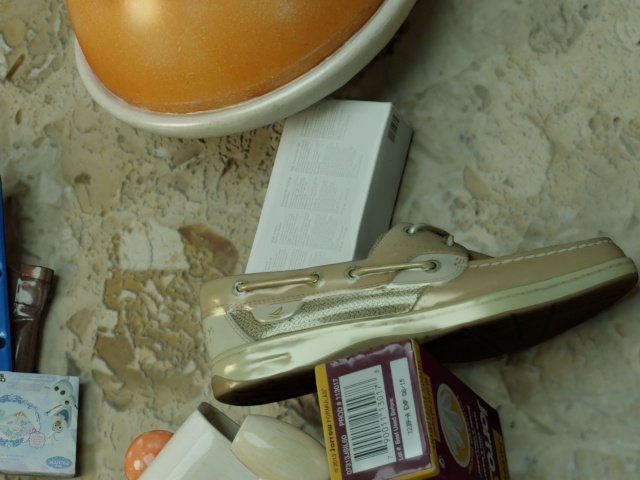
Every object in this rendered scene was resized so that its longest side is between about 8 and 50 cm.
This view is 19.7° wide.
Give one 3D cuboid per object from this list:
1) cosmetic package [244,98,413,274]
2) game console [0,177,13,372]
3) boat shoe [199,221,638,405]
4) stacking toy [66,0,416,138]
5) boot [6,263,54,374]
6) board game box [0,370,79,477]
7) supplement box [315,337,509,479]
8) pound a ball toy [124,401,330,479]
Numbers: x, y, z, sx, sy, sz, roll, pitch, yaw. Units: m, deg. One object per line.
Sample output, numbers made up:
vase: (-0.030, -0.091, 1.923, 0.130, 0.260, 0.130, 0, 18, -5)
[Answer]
cosmetic package: (0.000, 0.000, 1.553, 0.099, 0.060, 0.239, 8, 73, 26)
game console: (-0.419, 0.088, 1.710, 0.250, 0.173, 0.293, -31, 59, 50)
boat shoe: (0.073, 0.037, 1.427, 0.341, 0.121, 0.110, -13, 72, 2)
stacking toy: (-0.142, -0.345, 1.496, 0.350, 0.480, 0.350, -16, 48, 18)
boot: (-0.299, 0.077, 1.690, 0.106, 0.037, 0.114, 3, 76, 30)
board game box: (-0.258, 0.161, 1.611, 0.090, 0.020, 0.090, 5, 66, -13)
supplement box: (0.074, 0.157, 1.374, 0.081, 0.188, 0.104, -17, 63, 18)
pound a ball toy: (-0.133, 0.242, 1.412, 0.136, 0.208, 0.319, 39, 91, 1)
